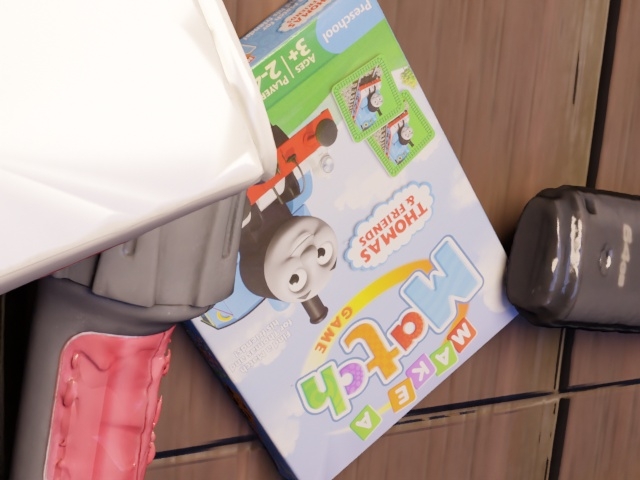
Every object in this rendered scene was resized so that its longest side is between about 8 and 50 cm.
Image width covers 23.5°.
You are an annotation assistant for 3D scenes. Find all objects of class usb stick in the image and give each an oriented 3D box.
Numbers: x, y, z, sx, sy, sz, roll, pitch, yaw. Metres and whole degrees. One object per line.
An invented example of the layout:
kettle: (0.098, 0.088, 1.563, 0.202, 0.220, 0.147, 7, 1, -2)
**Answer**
usb stick: (0.210, 0.018, 0.865, 0.278, 0.045, 0.077, 6, 98, -41)

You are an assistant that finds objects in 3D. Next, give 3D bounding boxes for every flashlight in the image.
flashlight: (-0.089, 0.098, 0.670, 0.103, 0.103, 0.304, 5, 114, -20)

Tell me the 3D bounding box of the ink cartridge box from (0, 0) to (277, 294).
ink cartridge box: (-0.242, -0.011, 0.405, 0.395, 0.285, 0.166, -22, 94, -14)

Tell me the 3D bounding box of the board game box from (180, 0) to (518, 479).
board game box: (0.000, 0.000, 0.756, 0.160, 0.039, 0.211, -40, 123, -15)
